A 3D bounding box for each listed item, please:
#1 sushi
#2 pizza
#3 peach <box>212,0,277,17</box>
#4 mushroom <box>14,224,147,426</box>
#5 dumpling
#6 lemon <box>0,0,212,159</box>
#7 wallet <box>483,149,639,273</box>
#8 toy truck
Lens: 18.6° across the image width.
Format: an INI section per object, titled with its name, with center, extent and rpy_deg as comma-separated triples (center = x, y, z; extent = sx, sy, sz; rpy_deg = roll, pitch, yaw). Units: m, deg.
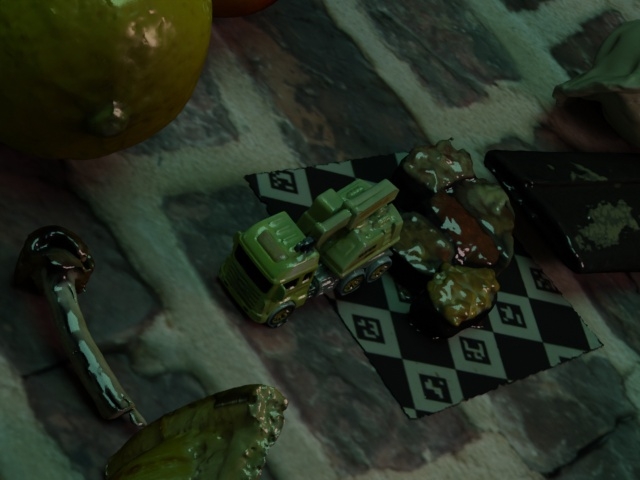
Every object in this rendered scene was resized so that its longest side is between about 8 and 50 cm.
[sushi]
center = 0.113, 0.009, 1.843
extent = 0.292, 0.059, 0.294
rpy_deg = -13, 58, -44
[pizza]
center = -0.110, 0.181, 1.383
extent = 0.081, 0.204, 0.188
rpy_deg = 30, 42, -23
[peach]
center = -0.127, -0.375, 1.904
extent = 0.308, 0.308, 0.332
rpy_deg = 18, 30, -21
[mushroom]
center = -0.192, 0.073, 1.560
extent = 0.060, 0.061, 0.187
rpy_deg = -9, 66, -36
[dumpling]
center = 0.349, -0.169, 2.123
extent = 0.193, 0.147, 0.258
rpy_deg = 0, 1, -2
[lemon]
center = -0.223, -0.207, 1.676
extent = 0.245, 0.245, 0.320
rpy_deg = 4, 44, -34
[wallet]
center = 0.319, -0.034, 2.028
extent = 0.321, 0.044, 0.170
rpy_deg = 1, 47, -46
[toy truck]
center = 0.000, 0.000, 1.712
extent = 0.169, 0.100, 0.077
rpy_deg = -23, 63, -33
